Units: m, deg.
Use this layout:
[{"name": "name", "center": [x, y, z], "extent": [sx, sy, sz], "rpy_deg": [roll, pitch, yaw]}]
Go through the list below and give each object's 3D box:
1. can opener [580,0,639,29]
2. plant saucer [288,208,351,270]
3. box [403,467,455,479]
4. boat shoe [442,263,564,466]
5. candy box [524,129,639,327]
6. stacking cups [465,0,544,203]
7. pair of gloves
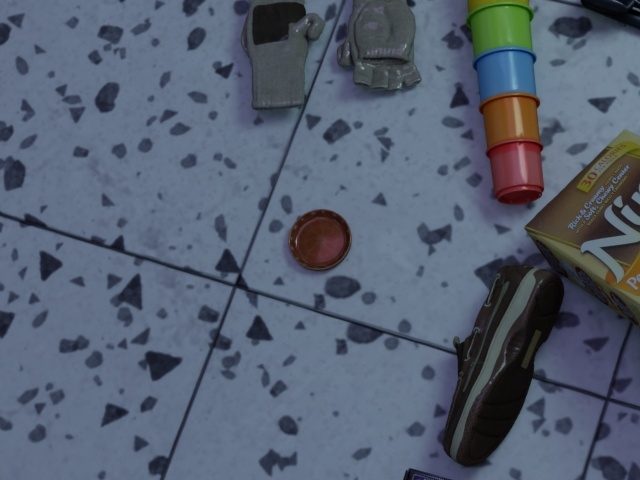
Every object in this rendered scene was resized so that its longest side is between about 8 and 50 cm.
[{"name": "can opener", "center": [0.423, -0.293, 1.895], "extent": [0.186, 0.059, 0.073], "rpy_deg": [22, 50, 8]}, {"name": "plant saucer", "center": [0.000, 0.000, 1.902], "extent": [0.083, 0.013, 0.083], "rpy_deg": [-3, 72, 10]}, {"name": "box", "center": [0.168, 0.383, 1.722], "extent": [0.190, 0.045, 0.184], "rpy_deg": [14, 73, 16]}, {"name": "boat shoe", "center": [0.206, 0.148, 1.781], "extent": [0.095, 0.095, 0.257], "rpy_deg": [19, 76, 41]}, {"name": "candy box", "center": [0.406, 0.008, 1.701], "extent": [0.183, 0.087, 0.316], "rpy_deg": [-43, 38, -5]}, {"name": "stacking cups", "center": [0.237, -0.202, 1.890], "extent": [0.096, 0.096, 0.316], "rpy_deg": [-5, 75, 10]}, {"name": "pair of gloves", "center": [0.011, -0.277, 1.979], "extent": [0.240, 0.042, 0.204], "rpy_deg": [-11, 67, 6]}]
